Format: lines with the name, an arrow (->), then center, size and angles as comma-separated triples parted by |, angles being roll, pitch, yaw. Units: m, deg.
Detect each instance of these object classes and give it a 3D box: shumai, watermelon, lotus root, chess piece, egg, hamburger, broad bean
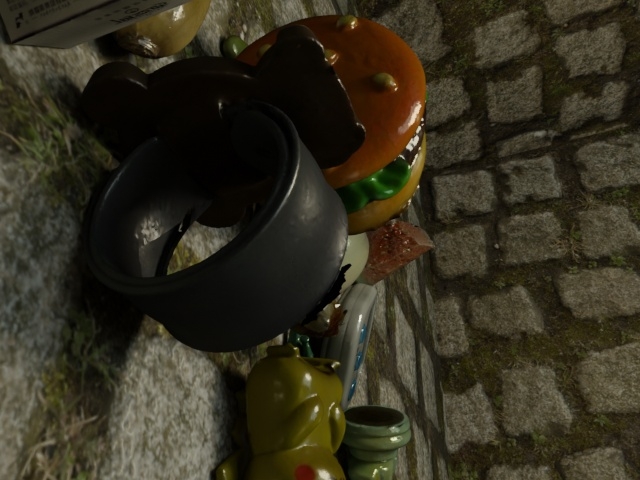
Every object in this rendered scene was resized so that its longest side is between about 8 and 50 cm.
shumai -> -0.027, 0.087, 0.999 | 0.206, 0.176, 0.166 | -37, 143, -36
watermelon -> 0.205, 0.015, 1.703 | 0.139, 0.257, 0.192 | 54, 21, -51
lotus root -> -0.233, -0.381, 0.843 | 0.146, 0.131, 0.303 | 58, 26, -49
chess piece -> 0.121, 0.544, 1.306 | 0.176, 0.176, 0.298 | -10, 101, -72
egg -> 0.000, -0.003, 1.229 | 0.286, 0.174, 0.264 | 47, 31, -52
hamburger -> 0.000, -0.224, 1.038 | 0.277, 0.396, 0.395 | 68, 17, -61
broad bean -> -0.172, -0.392, 1.184 | 0.083, 0.045, 0.063 | 16, 74, -61

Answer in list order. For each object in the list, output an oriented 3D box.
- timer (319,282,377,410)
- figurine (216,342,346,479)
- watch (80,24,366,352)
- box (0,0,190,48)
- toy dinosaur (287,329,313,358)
timer -> 0.058, 0.234, 1.271 | 0.237, 0.087, 0.261 | -46, 148, -70
figurine -> -0.053, 0.325, 0.865 | 0.218, 0.169, 0.326 | 30, 46, -46
watch -> -0.103, -0.051, 0.692 | 0.314, 0.335, 0.326 | 55, 19, -50
box -> -0.234, -0.342, 0.609 | 0.111, 0.261, 0.194 | -44, 121, -68
toy dinosaur -> -0.045, 0.236, 1.078 | 0.120, 0.079, 0.291 | 81, 3, -56
